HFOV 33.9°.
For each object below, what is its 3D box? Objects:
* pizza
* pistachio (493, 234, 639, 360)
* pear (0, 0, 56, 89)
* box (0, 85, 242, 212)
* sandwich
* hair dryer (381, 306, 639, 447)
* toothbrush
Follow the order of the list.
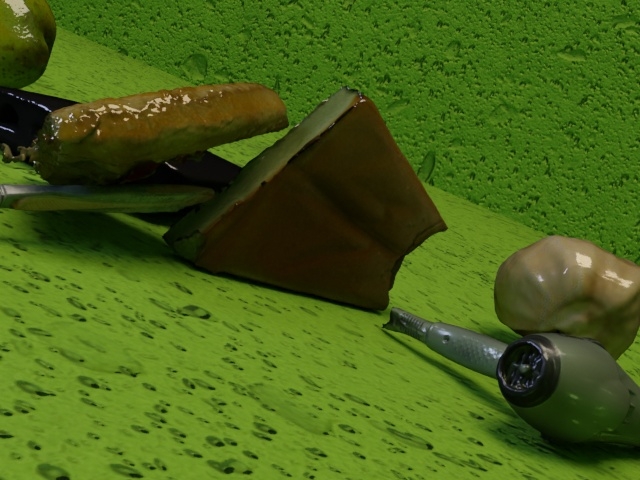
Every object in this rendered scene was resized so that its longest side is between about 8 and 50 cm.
[{"bbox_3d":[-0.189,-0.089,1.023,0.279,0.075,0.287,-16,3,-41],"label":"pizza"},{"bbox_3d":[0.271,0.064,1.163,0.157,0.157,0.229,20,0,-5],"label":"pistachio"},{"bbox_3d":[-0.471,-0.299,1.501,0.219,0.188,0.187,19,7,29],"label":"pear"},{"bbox_3d":[-0.233,-0.106,1.267,0.290,0.073,0.289,24,8,18],"label":"box"},{"bbox_3d":[0.000,0.000,1.064,0.212,0.245,0.063,55,-12,-27],"label":"sandwich"},{"bbox_3d":[0.206,0.127,0.958,0.229,0.092,0.267,25,-2,-23],"label":"hair dryer"},{"bbox_3d":[-0.225,-0.034,0.870,0.375,0.028,0.037,-3,57,-49],"label":"toothbrush"}]
